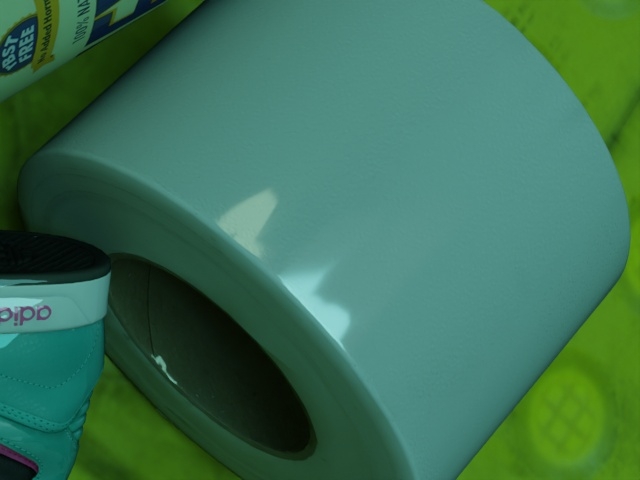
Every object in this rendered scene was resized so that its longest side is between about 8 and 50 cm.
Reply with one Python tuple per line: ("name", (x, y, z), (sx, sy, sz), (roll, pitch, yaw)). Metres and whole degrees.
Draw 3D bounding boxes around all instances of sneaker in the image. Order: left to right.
("sneaker", (-0.240, 0.089, 0.685), (0.295, 0.124, 0.178), (0, 104, -11))

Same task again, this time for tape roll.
("tape roll", (0.000, 0.000, 0.759), (0.169, 0.246, 0.246), (-46, 110, -25))

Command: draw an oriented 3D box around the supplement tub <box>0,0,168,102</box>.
("supplement tub", (-0.167, -0.176, 0.668), (0.325, 0.235, 0.235), (-37, 106, -26))
